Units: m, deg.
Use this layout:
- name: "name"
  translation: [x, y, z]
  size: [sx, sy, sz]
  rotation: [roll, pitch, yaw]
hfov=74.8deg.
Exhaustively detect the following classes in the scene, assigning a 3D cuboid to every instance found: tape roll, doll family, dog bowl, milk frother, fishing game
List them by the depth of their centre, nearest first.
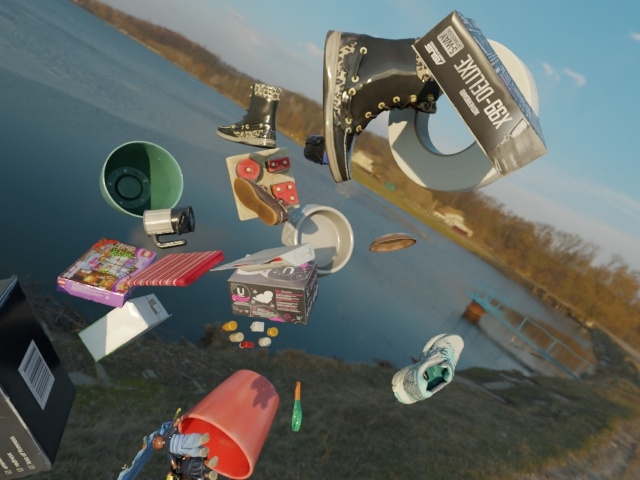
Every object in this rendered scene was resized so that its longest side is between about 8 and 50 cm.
- name: "doll family"
  translation: [-0.248, 0.418, 0.738]
  size: [0.111, 0.193, 0.076]
  rotation: [-8, -28, 25]
- name: "fishing game"
  translation: [-0.437, 0.520, 1.011]
  size: [0.041, 0.189, 0.264]
  rotation: [32, 27, 4]
- name: "tape roll"
  translation: [0.355, -0.321, 1.095]
  size: [0.072, 0.392, 0.392]
  rotation: [-3, 33, -46]
- name: "milk frother"
  translation: [-0.453, -0.054, 1.238]
  size: [0.143, 0.135, 0.129]
  rotation: [94, -13, -61]
- name: "dog bowl"
  translation: [0.000, 0.000, 1.915]
  size: [0.349, 0.348, 0.102]
  rotation: [26, -14, -24]

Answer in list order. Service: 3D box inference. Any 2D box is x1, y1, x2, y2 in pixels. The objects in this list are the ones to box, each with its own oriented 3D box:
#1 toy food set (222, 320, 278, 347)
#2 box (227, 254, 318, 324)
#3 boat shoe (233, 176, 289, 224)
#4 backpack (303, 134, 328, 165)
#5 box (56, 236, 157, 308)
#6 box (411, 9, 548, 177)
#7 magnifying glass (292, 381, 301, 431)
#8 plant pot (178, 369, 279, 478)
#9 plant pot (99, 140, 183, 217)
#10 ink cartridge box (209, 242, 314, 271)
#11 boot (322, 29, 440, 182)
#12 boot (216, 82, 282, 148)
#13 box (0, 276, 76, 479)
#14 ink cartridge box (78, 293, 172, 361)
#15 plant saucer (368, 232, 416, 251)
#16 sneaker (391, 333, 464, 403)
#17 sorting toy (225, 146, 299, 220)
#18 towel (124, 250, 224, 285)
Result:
- name: "toy food set"
  translation: [-0.315, 0.419, 1.858]
  size: [0.232, 0.111, 0.104]
  rotation: [11, -19, -30]
- name: "box"
  translation: [-0.145, 0.149, 1.341]
  size: [0.247, 0.142, 0.163]
  rotation: [6, 31, 12]
- name: "boat shoe"
  translation: [-0.178, -0.119, 1.258]
  size: [0.207, 0.073, 0.073]
  rotation: [46, 38, 21]
- name: "backpack"
  translation: [0.005, -0.309, 1.450]
  size: [0.101, 0.098, 0.120]
  rotation: [10, 8, -46]
- name: "box"
  translation: [-0.706, 0.100, 1.416]
  size: [0.201, 0.057, 0.293]
  rotation: [18, 24, -9]
- name: "box"
  translation: [0.286, -0.262, 0.723]
  size: [0.242, 0.076, 0.307]
  rotation: [53, 33, -6]
- name: "magnifying glass"
  translation: [-0.108, 0.759, 1.924]
  size: [0.026, 0.092, 0.231]
  rotation: [15, 38, -11]
- name: "plant pot"
  translation: [-0.275, 0.577, 1.364]
  size: [0.275, 0.275, 0.243]
  rotation: [33, 37, 8]
- name: "plant pot"
  translation: [-0.734, -0.225, 1.675]
  size: [0.293, 0.293, 0.235]
  rotation: [24, -17, -35]
- name: "ink cartridge box"
  translation: [-0.149, 0.063, 1.116]
  size: [0.181, 0.056, 0.225]
  rotation: [-9, 10, 34]
- name: "boot"
  translation: [0.152, -0.338, 1.068]
  size: [0.284, 0.377, 0.138]
  rotation: [0, 9, 6]
- name: "boot"
  translation: [-0.212, -0.380, 1.268]
  size: [0.236, 0.178, 0.085]
  rotation: [20, 14, 34]
- name: "box"
  translation: [-1.005, 0.402, 1.104]
  size: [0.472, 0.479, 0.297]
  rotation: [-10, 31, -11]
- name: "ink cartridge box"
  translation: [-0.706, 0.307, 1.560]
  size: [0.119, 0.207, 0.353]
  rotation: [56, -7, -1]
- name: "plant saucer"
  translation: [0.296, 0.006, 1.735]
  size: [0.199, 0.199, 0.036]
  rotation: [16, 61, -53]
- name: "sneaker"
  translation: [0.328, 0.348, 1.141]
  size: [0.283, 0.122, 0.110]
  rotation: [-31, 90, -36]
- name: "sorting toy"
  translation: [-0.224, -0.230, 1.688]
  size: [0.256, 0.257, 0.089]
  rotation: [-14, 11, -15]
- name: "towel"
  translation: [-0.461, 0.093, 1.331]
  size: [0.275, 0.031, 0.199]
  rotation: [-4, 23, 31]
